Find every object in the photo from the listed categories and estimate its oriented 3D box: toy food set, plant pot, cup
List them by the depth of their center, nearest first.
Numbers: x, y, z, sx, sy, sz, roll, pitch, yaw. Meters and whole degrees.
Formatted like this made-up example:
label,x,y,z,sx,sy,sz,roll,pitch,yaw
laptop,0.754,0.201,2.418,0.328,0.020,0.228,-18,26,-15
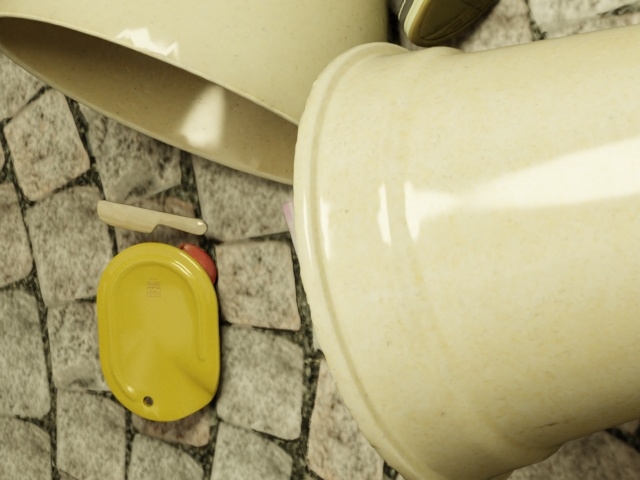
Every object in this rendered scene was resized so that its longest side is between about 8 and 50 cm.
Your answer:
label,x,y,z,sx,sy,sz,roll,pitch,yaw
plant pot,0.201,-0.012,0.979,0.305,0.334,0.333,-14,87,31
cup,-0.077,-0.211,1.205,0.331,0.331,0.237,14,79,40
toy food set,-0.149,0.065,1.453,0.128,0.071,0.218,4,102,18

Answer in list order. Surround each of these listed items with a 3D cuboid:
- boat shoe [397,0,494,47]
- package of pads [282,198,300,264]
label,x,y,z,sx,sy,sz,roll,pitch,yaw
boat shoe,0.122,-0.257,1.147,0.073,0.080,0.223,48,120,33
package of pads,0.000,0.000,1.311,0.032,0.050,0.083,-23,81,42
